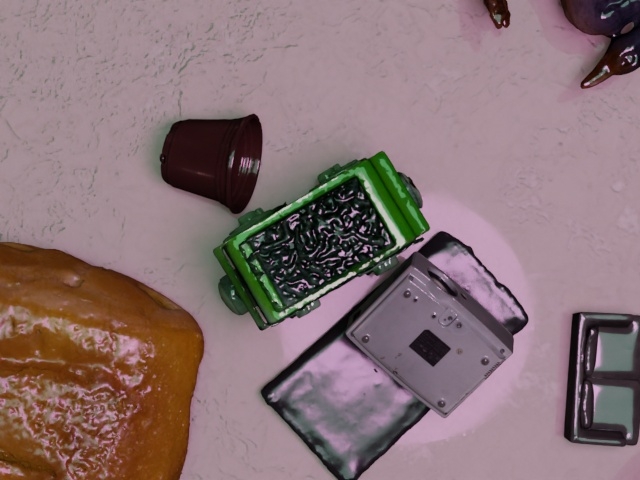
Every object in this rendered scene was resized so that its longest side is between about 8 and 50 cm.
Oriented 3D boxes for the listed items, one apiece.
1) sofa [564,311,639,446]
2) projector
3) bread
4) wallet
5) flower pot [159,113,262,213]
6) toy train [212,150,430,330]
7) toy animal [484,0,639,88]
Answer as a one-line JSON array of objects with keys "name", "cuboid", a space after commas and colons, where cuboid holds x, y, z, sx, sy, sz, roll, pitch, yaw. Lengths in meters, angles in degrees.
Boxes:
[{"name": "sofa", "cuboid": [0.320, 0.153, 1.713, 0.085, 0.060, 0.147, 5, 87, -3]}, {"name": "projector", "cuboid": [0.118, 0.103, 1.656, 0.147, 0.061, 0.115, 41, 107, -7]}, {"name": "bread", "cuboid": [-0.298, 0.181, 1.639, 0.328, 0.148, 0.337, 18, 88, -2]}, {"name": "wallet", "cuboid": [0.085, 0.128, 1.719, 0.285, 0.030, 0.146, -42, 88, -4]}, {"name": "flower pot", "cuboid": [-0.122, -0.090, 1.689, 0.089, 0.111, 0.111, 11, 87, 13]}, {"name": "toy train", "cuboid": [0.000, 0.000, 1.641, 0.243, 0.188, 0.132, -31, 90, -4]}, {"name": "toy animal", "cuboid": [0.260, -0.313, 1.699, 0.185, 0.122, 0.298, -19, 82, 7]}]
